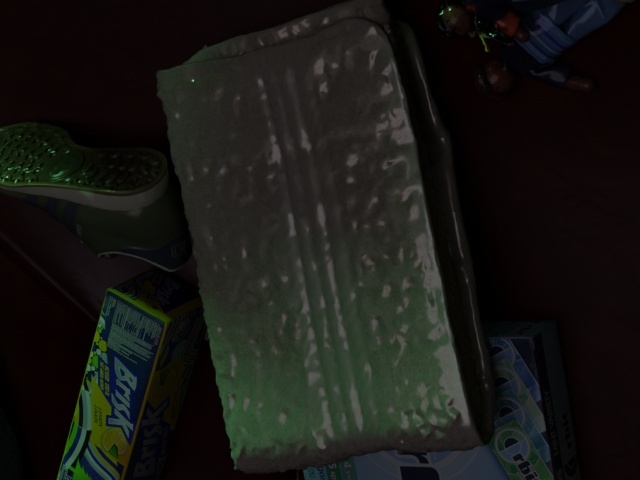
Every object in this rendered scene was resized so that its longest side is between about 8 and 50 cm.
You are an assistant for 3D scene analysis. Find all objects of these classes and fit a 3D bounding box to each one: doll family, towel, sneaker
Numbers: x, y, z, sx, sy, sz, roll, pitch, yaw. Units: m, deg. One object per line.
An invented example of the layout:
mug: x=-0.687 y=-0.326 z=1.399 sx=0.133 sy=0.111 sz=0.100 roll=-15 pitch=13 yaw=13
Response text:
doll family: x=0.088 y=-0.156 z=1.004 sx=0.193 sy=0.076 sz=0.111 roll=50 pitch=119 yaw=4
towel: x=0.000 y=0.000 z=1.096 sx=0.187 sy=0.049 sz=0.282 roll=-12 pitch=87 yaw=33
sneaker: x=-0.161 y=-0.023 z=1.203 sx=0.192 sy=0.064 sz=0.086 roll=12 pitch=138 yaw=42

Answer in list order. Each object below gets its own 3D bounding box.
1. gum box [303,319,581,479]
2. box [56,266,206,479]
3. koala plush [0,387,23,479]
gum box: x=0.072 y=0.131 z=1.127 sx=0.184 sy=0.041 sz=0.157 roll=-3 pitch=104 yaw=33
box: x=-0.131 y=0.107 z=1.232 sx=0.054 sy=0.059 sz=0.169 roll=30 pitch=119 yaw=21
koala plush: x=-0.368 y=0.130 z=1.320 sx=0.221 sy=0.196 sz=0.203 roll=-6 pitch=91 yaw=33
